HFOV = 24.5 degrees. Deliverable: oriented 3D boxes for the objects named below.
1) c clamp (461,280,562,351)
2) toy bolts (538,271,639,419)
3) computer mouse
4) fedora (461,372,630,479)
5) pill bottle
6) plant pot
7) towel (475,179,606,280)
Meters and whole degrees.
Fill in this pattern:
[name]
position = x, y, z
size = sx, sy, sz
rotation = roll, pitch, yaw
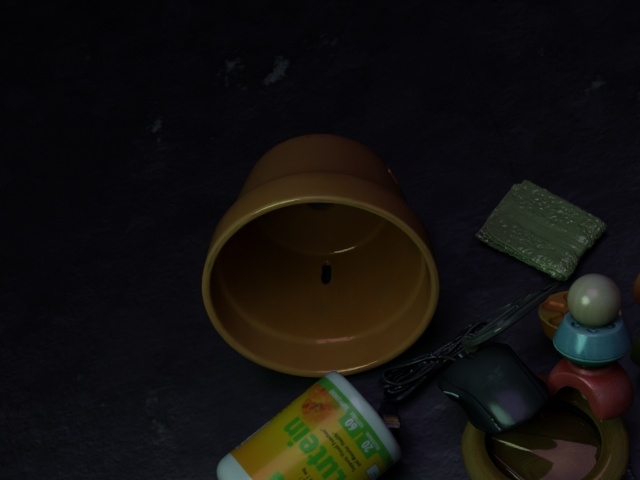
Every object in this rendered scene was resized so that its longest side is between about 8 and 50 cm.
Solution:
[c clamp]
position = 0.221, 0.092, 1.742
size = 0.161, 0.137, 0.022
rotation = -30, 89, -47
[toy bolts]
position = 0.331, 0.075, 1.716
size = 0.218, 0.158, 0.228
rotation = 19, 35, 34
[computer mouse]
position = 0.152, 0.170, 1.750
size = 0.184, 0.060, 0.262
rotation = -31, 20, -2
[fedora]
position = 0.264, 0.249, 1.721
size = 0.194, 0.079, 0.194
rotation = -8, 56, 11
[pill bottle]
position = -0.036, 0.281, 1.761
size = 0.246, 0.136, 0.136
rotation = -39, 54, -9
[plant pot]
position = 0.000, 0.000, 1.869
size = 0.291, 0.291, 0.203
rotation = -12, 39, 10
[towel]
position = 0.287, -0.014, 1.923
size = 0.148, 0.027, 0.110
rotation = 28, 68, 32
